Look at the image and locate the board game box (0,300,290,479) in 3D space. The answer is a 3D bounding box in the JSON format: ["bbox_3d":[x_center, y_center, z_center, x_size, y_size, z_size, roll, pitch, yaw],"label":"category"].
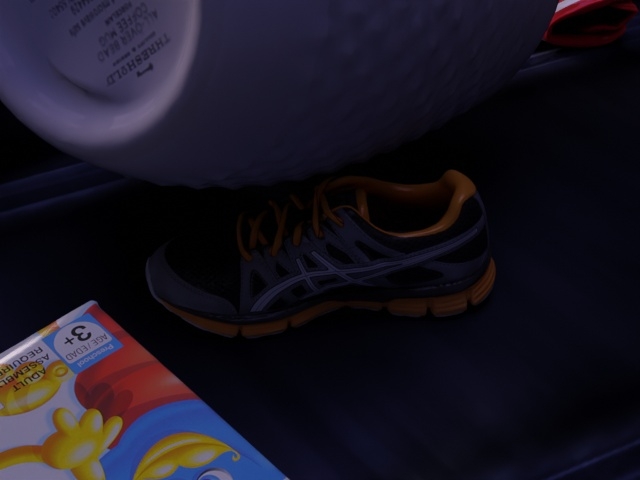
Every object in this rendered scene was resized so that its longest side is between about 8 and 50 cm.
[{"bbox_3d":[-0.051,0.172,0.341,0.142,0.144,0.275,-33,49,-30],"label":"board game box"}]

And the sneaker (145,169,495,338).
[{"bbox_3d":[0.000,0.000,0.586,0.214,0.083,0.084,-7,43,-3],"label":"sneaker"}]

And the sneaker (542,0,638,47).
[{"bbox_3d":[0.250,-0.236,0.866,0.221,0.087,0.128,-38,60,-19],"label":"sneaker"}]

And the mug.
[{"bbox_3d":[-0.073,-0.160,0.596,0.374,0.276,0.328,-10,12,34],"label":"mug"}]
